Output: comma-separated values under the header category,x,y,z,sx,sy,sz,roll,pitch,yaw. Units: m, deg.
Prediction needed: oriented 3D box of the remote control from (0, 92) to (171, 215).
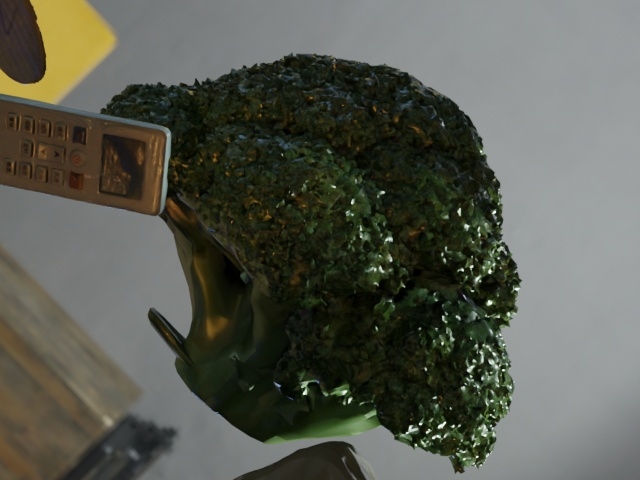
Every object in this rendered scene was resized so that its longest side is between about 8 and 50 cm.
category,x,y,z,sx,sy,sz,roll,pitch,yaw
remote control,-0.174,-0.061,1.021,0.029,0.162,0.061,-52,152,-65

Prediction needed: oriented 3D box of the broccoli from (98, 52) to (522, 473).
category,x,y,z,sx,sy,sz,roll,pitch,yaw
broccoli,0.002,-0.001,1.275,0.321,0.413,0.310,-51,174,-44

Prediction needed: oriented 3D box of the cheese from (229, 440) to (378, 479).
category,x,y,z,sx,sy,sz,roll,pitch,yaw
cheese,-0.085,0.255,1.144,0.318,0.115,0.326,-31,168,18

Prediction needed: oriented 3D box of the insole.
category,x,y,z,sx,sy,sz,roll,pitch,yaw
insole,-0.249,-0.195,1.136,0.064,0.188,0.004,-8,-150,29
